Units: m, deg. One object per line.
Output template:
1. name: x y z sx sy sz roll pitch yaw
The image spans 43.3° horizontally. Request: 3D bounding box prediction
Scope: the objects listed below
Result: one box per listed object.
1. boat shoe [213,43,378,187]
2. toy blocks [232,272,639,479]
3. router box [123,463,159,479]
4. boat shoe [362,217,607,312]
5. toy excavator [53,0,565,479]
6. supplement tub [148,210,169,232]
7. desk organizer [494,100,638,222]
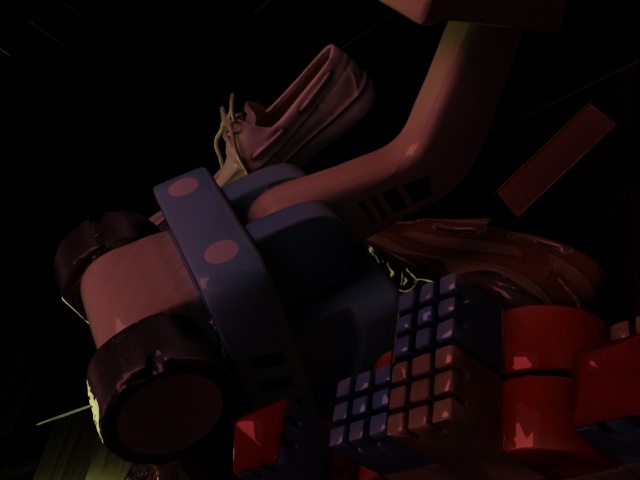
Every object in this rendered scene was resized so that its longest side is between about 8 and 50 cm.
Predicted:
1. boat shoe: -0.096 -0.164 1.233 0.367 0.156 0.136 -38 30 12
2. toy blocks: 0.121 0.131 0.554 0.381 0.261 0.190 -27 39 39
3. router box: -0.209 0.309 1.067 0.122 0.038 0.092 5 64 56
4. boat shoe: 0.140 0.037 0.795 0.120 0.122 0.324 -31 25 -21
5. toy excavator: 0.000 0.000 0.695 0.445 0.432 0.222 -24 38 -12
6. supplement tub: -0.140 0.055 1.077 0.191 0.191 0.272 -57 30 -5
7. desk organizer: 0.244 -0.069 0.804 0.130 0.047 0.050 -45 33 15
